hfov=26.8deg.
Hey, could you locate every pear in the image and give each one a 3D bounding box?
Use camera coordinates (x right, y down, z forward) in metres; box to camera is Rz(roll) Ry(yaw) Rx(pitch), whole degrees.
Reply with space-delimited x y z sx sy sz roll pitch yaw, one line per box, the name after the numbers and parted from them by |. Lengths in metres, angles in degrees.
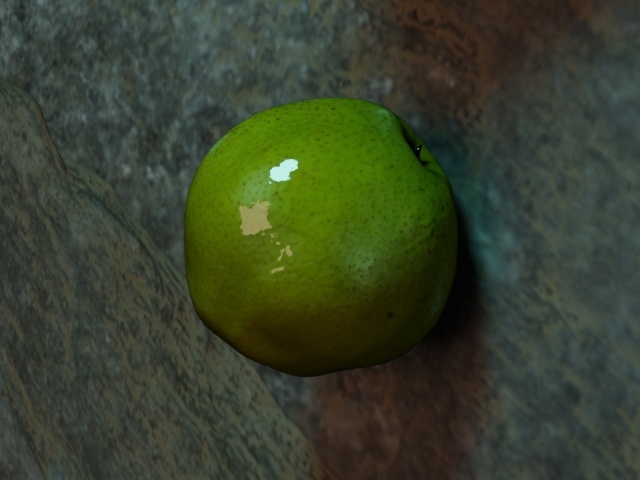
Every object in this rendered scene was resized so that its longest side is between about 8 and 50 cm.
-0.001 0.000 0.933 0.198 0.198 0.198 0 90 53 | pear
